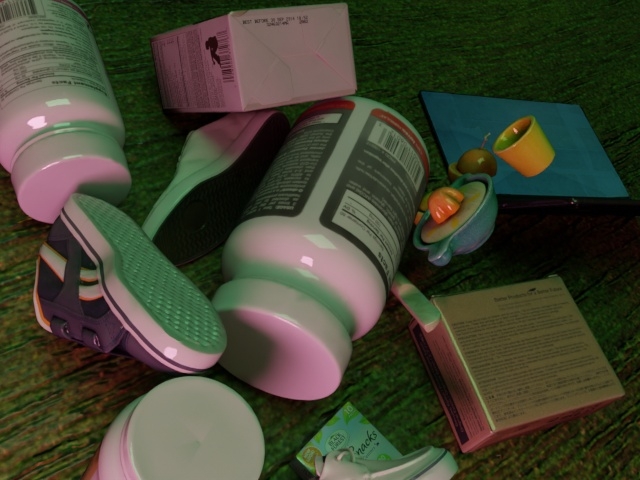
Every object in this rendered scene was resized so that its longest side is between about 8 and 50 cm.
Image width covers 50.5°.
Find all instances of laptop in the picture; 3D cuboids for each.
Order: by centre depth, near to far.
[{"bbox_3d":[0.428,-0.159,1.135,0.381,0.408,0.237,-1,91,-21],"label":"laptop"}]

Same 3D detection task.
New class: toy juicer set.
[{"bbox_3d":[0.165,-0.031,0.939,0.089,0.209,0.329,42,73,-17],"label":"toy juicer set"}]

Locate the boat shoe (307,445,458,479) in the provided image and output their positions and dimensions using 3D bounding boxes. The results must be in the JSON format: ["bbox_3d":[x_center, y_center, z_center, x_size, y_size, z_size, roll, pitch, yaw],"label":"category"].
[{"bbox_3d":[0.018,0.263,0.716,0.258,0.095,0.084,-21,78,-11],"label":"boat shoe"}]

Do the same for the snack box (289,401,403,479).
[{"bbox_3d":[0.048,0.276,0.798,0.141,0.037,0.100,44,53,11],"label":"snack box"}]

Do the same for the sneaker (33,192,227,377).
[{"bbox_3d":[-0.214,0.072,0.728,0.126,0.128,0.321,26,9,-43],"label":"sneaker"}]

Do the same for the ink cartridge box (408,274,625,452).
[{"bbox_3d":[0.266,0.162,0.932,0.234,0.088,0.193,-7,58,-25],"label":"ink cartridge box"}]

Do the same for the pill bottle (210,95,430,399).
[{"bbox_3d":[0.000,0.000,0.863,0.210,0.210,0.363,27,52,-2],"label":"pill bottle"}]

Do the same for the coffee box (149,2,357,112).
[{"bbox_3d":[-0.104,-0.244,0.939,0.168,0.297,0.119,-15,106,-28],"label":"coffee box"}]

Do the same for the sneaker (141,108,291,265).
[{"bbox_3d":[-0.165,-0.080,0.946,0.123,0.106,0.290,16,52,33],"label":"sneaker"}]

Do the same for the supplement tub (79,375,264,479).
[{"bbox_3d":[-0.146,0.228,0.642,0.144,0.200,0.144,17,47,-20],"label":"supplement tub"}]

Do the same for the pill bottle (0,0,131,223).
[{"bbox_3d":[-0.347,-0.173,0.878,0.160,0.160,0.283,-10,62,-27],"label":"pill bottle"}]
